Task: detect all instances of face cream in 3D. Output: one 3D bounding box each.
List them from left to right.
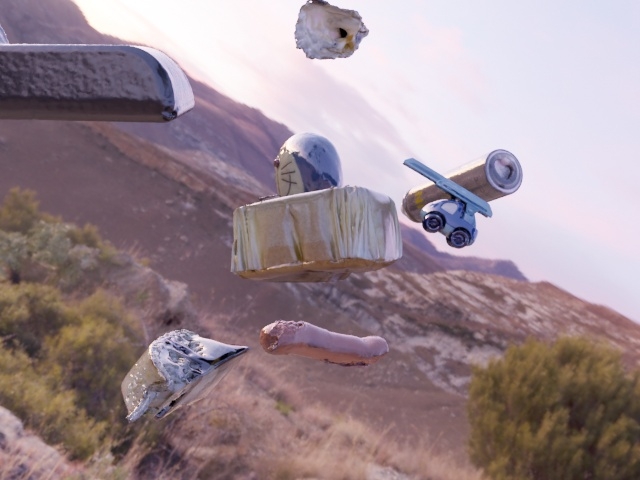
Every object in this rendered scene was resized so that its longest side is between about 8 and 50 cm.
[{"bbox_3d":[0.223,-0.082,1.068,0.073,0.073,0.283,34,-20,-14],"label":"face cream"}]

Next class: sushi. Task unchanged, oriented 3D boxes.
[{"bbox_3d":[-0.241,0.202,0.973,0.109,0.134,0.273,45,20,13],"label":"sushi"}]

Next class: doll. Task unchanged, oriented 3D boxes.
[{"bbox_3d":[-0.023,-0.078,1.203,0.154,0.258,0.228,-12,4,-17],"label":"doll"}]

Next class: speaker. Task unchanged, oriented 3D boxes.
[{"bbox_3d":[-0.431,-0.309,1.100,0.388,0.184,0.180,2,18,-1],"label":"speaker"}]

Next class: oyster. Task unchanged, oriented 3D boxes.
[{"bbox_3d":[0.019,-0.362,1.069,0.045,0.146,0.121,48,-10,43],"label":"oyster"}]

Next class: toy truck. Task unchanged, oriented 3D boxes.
[{"bbox_3d":[0.154,-0.047,0.831,0.136,0.074,0.063,31,4,2],"label":"toy truck"}]

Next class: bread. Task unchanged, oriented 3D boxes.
[{"bbox_3d":[0.000,0.001,0.825,0.192,0.110,0.210,-8,-5,17],"label":"bread"}]

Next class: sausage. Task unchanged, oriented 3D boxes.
[{"bbox_3d":[0.011,0.209,1.259,0.304,0.078,0.078,16,11,-34],"label":"sausage"}]
